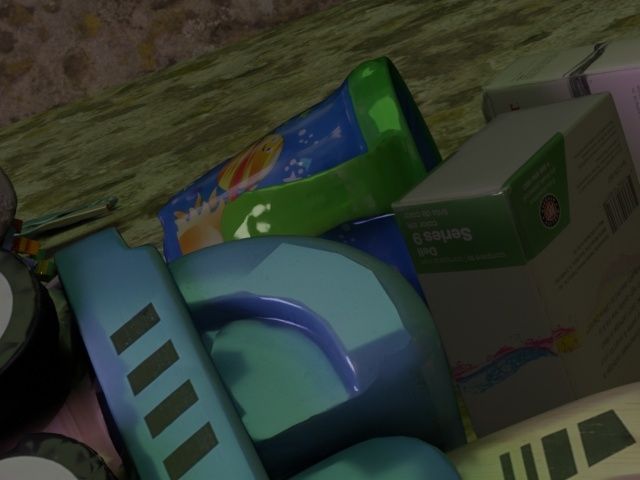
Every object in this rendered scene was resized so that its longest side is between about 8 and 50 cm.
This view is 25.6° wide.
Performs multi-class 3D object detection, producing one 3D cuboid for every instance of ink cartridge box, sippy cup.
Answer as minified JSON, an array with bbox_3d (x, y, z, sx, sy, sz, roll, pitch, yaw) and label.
[{"bbox_3d":[0.268,-0.090,1.226,0.218,0.158,0.092,-5,24,37],"label":"ink cartridge box"},{"bbox_3d":[0.149,0.035,0.904,0.093,0.212,0.154,-9,21,40],"label":"ink cartridge box"},{"bbox_3d":[0.000,0.000,1.150,0.224,0.305,0.240,-24,46,9],"label":"sippy cup"}]

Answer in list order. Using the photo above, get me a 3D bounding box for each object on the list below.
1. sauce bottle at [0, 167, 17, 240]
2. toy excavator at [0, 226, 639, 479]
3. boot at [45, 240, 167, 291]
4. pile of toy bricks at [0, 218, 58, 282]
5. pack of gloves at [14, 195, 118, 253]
[{"bbox_3d":[-0.447,0.003,1.618,0.111,0.111,0.344,-32,0,-34],"label":"sauce bottle"},{"bbox_3d":[0.046,0.121,0.676,0.445,0.222,0.433,-27,46,-6],"label":"toy excavator"},{"bbox_3d":[-0.148,0.044,1.339,0.258,0.095,0.123,-18,-4,33],"label":"boot"},{"bbox_3d":[-0.344,0.033,1.642,0.105,0.118,0.212,15,-10,-26],"label":"pile of toy bricks"},{"bbox_3d":[-0.378,-0.003,1.875,0.232,0.046,0.195,-17,6,0],"label":"pack of gloves"}]
